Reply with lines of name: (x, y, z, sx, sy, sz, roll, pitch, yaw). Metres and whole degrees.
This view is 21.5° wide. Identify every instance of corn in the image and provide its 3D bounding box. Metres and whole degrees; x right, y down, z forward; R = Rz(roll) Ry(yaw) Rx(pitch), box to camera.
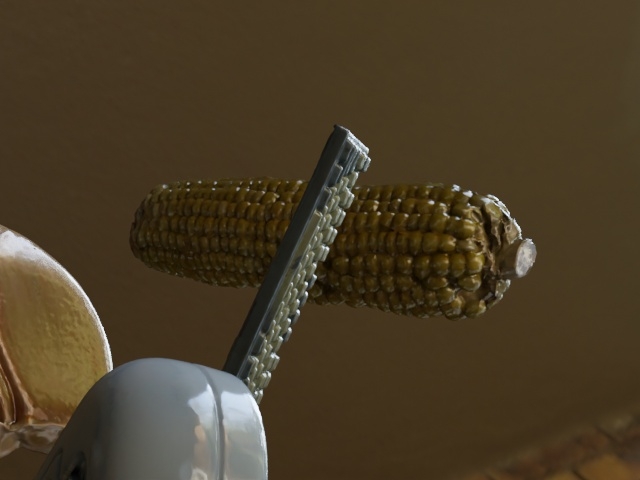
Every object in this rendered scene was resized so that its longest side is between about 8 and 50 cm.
corn: (0.000, 0.000, 1.197, 0.097, 0.320, 0.097, -13, -74, -56)

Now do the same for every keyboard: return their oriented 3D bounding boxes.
keyboard: (-0.025, 0.041, 0.622, 0.176, 0.014, 0.055, -66, -9, -1)

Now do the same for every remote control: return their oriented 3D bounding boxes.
remote control: (-0.081, 0.123, 0.472, 0.047, 0.087, 0.244, 14, -48, -24)

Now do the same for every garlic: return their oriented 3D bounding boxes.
garlic: (-0.298, 0.098, 1.551, 0.217, 0.228, 0.110, 7, -29, -42)
